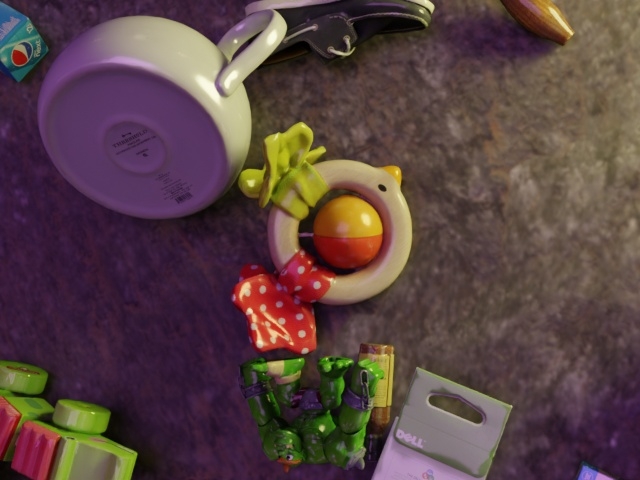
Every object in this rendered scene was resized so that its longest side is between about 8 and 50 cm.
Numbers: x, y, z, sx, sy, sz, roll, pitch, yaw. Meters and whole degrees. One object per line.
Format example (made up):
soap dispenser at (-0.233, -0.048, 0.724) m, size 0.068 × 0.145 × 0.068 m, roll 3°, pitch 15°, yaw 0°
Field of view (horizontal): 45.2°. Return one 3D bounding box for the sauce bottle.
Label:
sauce bottle at (0.058, 0.179, 0.856) m, size 0.042 × 0.042 × 0.128 m, roll 4°, pitch 82°, yaw 16°

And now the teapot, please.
teapot at (-0.186, -0.164, 0.897) m, size 0.255 × 0.253 × 0.187 m, roll 13°, pitch 43°, yaw -3°

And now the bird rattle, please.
bird rattle at (0.000, 0.000, 0.859) m, size 0.206 × 0.143 × 0.254 m, roll -2°, pitch 85°, yaw -1°

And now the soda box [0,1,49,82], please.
soda box at (-0.478, -0.302, 1.050) m, size 0.210 × 0.071 × 0.067 m, roll 32°, pitch 73°, yaw 18°

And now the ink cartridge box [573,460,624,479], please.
ink cartridge box at (0.298, 0.266, 0.783) m, size 0.083 × 0.028 × 0.048 m, roll 22°, pitch 89°, yaw 17°

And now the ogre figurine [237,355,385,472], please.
ogre figurine at (-0.011, 0.188, 0.845) m, size 0.197 × 0.097 × 0.118 m, roll -7°, pitch 88°, yaw 21°

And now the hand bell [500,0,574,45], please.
hand bell at (0.185, -0.302, 0.866) m, size 0.242 × 0.126 × 0.126 m, roll 39°, pitch 94°, yaw 6°

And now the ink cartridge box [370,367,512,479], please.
ink cartridge box at (0.117, 0.251, 0.819) m, size 0.108 × 0.062 × 0.209 m, roll 21°, pitch 88°, yaw 17°

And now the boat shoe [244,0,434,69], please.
boat shoe at (0.020, -0.244, 0.905) m, size 0.233 × 0.084 × 0.079 m, roll 0°, pitch 86°, yaw 22°

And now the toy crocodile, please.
toy crocodile at (-0.348, 0.227, 0.912) m, size 0.340 × 0.105 × 0.115 m, roll 17°, pitch 88°, yaw 34°
